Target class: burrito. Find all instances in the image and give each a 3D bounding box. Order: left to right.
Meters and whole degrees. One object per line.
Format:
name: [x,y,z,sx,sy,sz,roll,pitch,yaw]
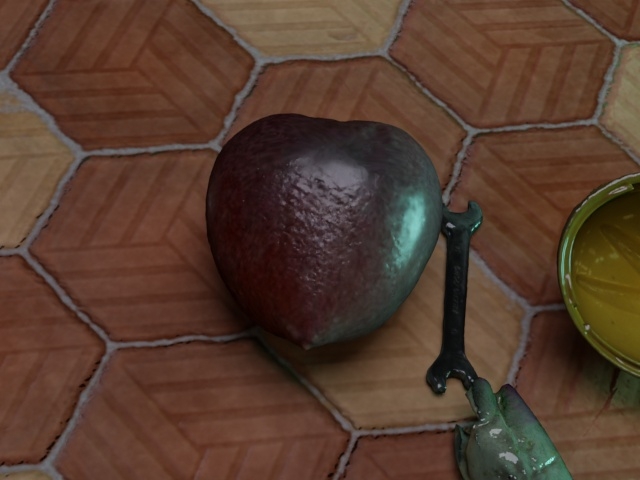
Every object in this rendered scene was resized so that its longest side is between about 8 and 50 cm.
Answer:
burrito: [0.204,0.256,1.497,0.096,0.066,0.309,-11,53,-22]

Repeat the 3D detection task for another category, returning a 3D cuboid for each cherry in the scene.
cherry: [0.000,-0.006,1.611,0.239,0.206,0.239,0,86,-7]

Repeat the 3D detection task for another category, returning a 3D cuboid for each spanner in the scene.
spanner: [0.139,0.054,1.687,0.054,0.015,0.254,9,50,-3]

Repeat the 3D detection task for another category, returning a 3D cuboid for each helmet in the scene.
helmet: [0.349,0.047,1.641,0.257,0.140,0.205,27,85,0]
